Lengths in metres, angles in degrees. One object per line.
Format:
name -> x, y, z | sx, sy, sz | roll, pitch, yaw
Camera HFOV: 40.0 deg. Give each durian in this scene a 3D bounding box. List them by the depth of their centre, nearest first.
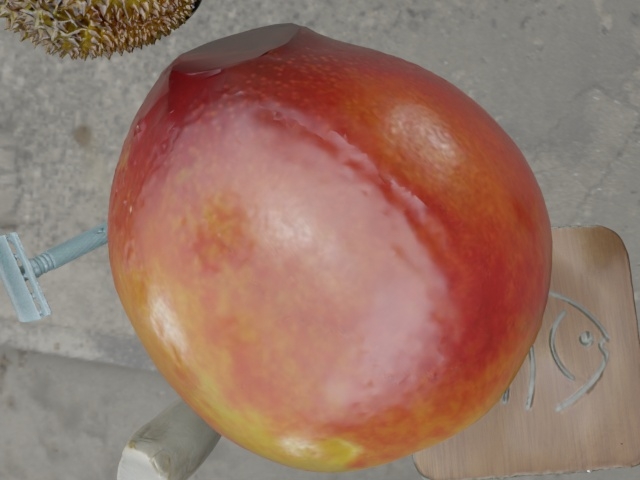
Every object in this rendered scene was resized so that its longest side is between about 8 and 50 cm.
durian -> -0.173, -0.211, 0.689 | 0.158, 0.168, 0.137 | 165, 104, -67

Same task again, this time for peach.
peach -> 0.000, 0.000, 0.749 | 0.388, 0.388, 0.389 | -1, 88, 37

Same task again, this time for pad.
pad -> 0.236, 0.126, 1.020 | 0.283, 0.018, 0.287 | -3, 80, -5

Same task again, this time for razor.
razor -> -0.288, 0.000, 1.080 | 0.068, 0.232, 0.106 | -4, 111, 43

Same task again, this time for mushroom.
mushroom -> -0.279, 0.398, 1.753 | 0.137, 0.407, 0.154 | 9, 103, 18
